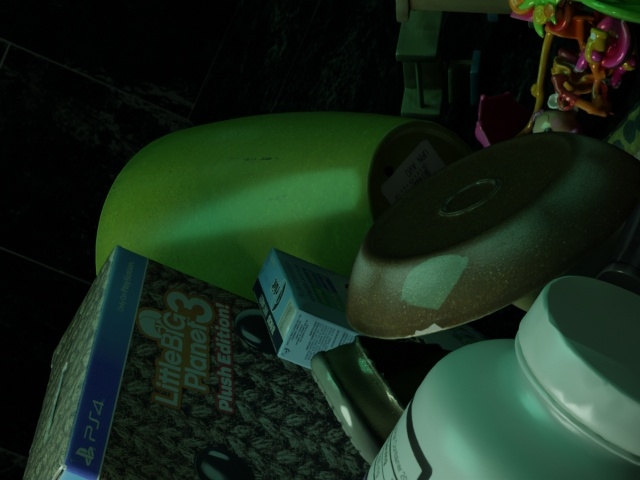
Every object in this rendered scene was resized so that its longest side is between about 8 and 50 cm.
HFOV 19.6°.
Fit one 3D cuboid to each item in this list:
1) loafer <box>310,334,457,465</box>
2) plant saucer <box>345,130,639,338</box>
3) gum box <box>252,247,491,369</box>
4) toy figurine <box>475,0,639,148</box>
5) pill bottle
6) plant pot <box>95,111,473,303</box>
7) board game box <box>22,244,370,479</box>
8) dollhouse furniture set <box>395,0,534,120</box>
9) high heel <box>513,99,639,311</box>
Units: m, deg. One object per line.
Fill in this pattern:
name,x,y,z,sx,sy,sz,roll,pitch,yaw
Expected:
loafer,0.086,0.094,1.148,0.087,0.251,0.094,-43,60,19
plant saucer,0.096,-0.013,1.101,0.198,0.036,0.198,-26,18,9
gum box,0.049,0.074,1.355,0.041,0.184,0.157,-65,14,11
toy figurine,0.180,-0.115,1.391,0.173,0.130,0.159,35,118,51
pill bottle,0.097,0.183,1.017,0.323,0.181,0.181,-60,16,25
plant pot,0.000,0.000,1.576,0.293,0.274,0.275,-19,48,51
board game box,-0.068,0.175,1.416,0.141,0.291,0.232,-56,18,39
dollhouse furniture set,0.140,-0.217,1.684,0.184,0.129,0.129,84,-167,-48
high heel,0.198,-0.039,1.216,0.186,0.093,0.261,-61,12,-13
